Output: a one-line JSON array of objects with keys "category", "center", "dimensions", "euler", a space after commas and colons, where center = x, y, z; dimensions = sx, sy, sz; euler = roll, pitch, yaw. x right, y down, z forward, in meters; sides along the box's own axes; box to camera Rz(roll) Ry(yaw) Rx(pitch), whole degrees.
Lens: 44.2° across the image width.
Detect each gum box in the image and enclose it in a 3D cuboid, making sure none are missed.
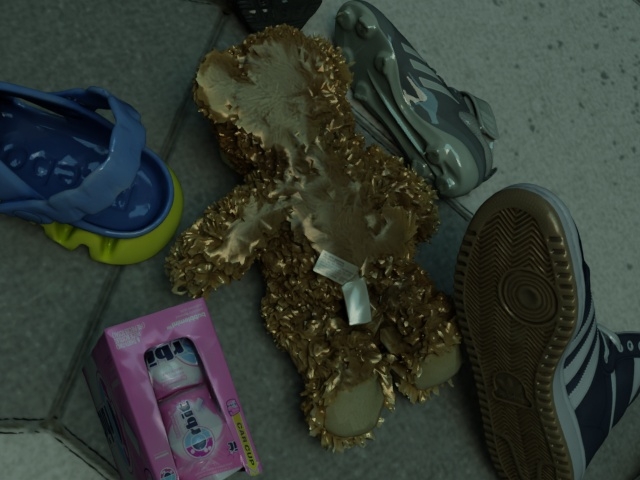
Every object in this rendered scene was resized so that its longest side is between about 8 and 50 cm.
[{"category": "gum box", "center": [-0.103, 0.111, 0.514], "dimensions": [0.062, 0.188, 0.107], "euler": [-18, 81, -24]}]

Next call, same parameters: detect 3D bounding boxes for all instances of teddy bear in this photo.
[{"category": "teddy bear", "center": [0.000, 0.000, 0.646], "dimensions": [0.245, 0.113, 0.338], "euler": [-43, 100, -20]}]

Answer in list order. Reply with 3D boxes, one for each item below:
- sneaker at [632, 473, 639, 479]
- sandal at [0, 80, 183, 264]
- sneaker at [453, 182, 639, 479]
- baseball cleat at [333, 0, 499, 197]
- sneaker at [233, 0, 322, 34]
[{"category": "sneaker", "center": [0.344, 0.205, 0.714], "dimensions": [0.069, 0.084, 0.185], "euler": [45, 65, -4]}, {"category": "sandal", "center": [-0.243, -0.078, 0.548], "dimensions": [0.318, 0.138, 0.126], "euler": [12, 72, -15]}, {"category": "sneaker", "center": [0.196, 0.063, 0.639], "dimensions": [0.153, 0.099, 0.282], "euler": [-33, 124, -37]}, {"category": "baseball cleat", "center": [0.092, -0.137, 0.739], "dimensions": [0.109, 0.072, 0.205], "euler": [-30, 91, -39]}, {"category": "sneaker", "center": [-0.048, -0.325, 0.712], "dimensions": [0.109, 0.130, 0.286], "euler": [-4, 98, -15]}]
